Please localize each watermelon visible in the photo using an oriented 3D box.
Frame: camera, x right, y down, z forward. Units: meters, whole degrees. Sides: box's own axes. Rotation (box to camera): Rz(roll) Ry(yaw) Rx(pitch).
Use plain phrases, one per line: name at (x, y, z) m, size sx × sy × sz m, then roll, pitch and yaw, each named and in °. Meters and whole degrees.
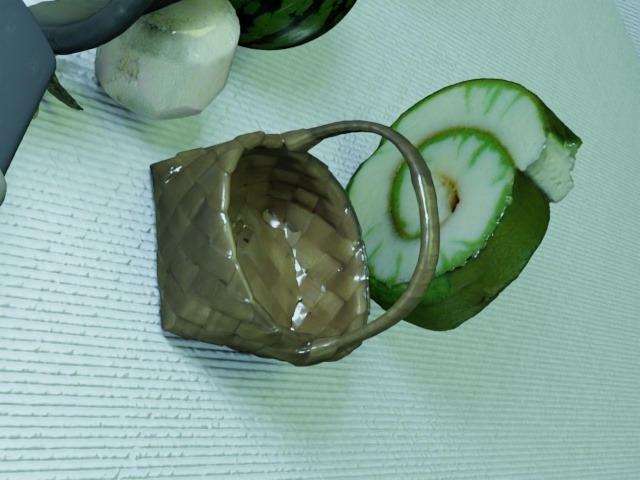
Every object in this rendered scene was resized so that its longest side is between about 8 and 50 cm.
watermelon at (-0.069, -0.388, 1.697) m, size 0.285 × 0.285 × 0.285 m, roll 34°, pitch 49°, yaw -49°

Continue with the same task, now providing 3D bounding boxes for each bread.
bread at (0.202, -0.058, 1.893) m, size 0.129 × 0.382 × 0.366 m, roll 43°, pitch 30°, yaw -38°

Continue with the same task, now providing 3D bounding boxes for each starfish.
starfish at (-0.302, -0.196, 1.432) m, size 0.130 × 0.041 × 0.133 m, roll -55°, pitch 131°, yaw -43°

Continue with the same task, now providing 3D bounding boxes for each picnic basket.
picnic basket at (0.000, 0.000, 1.583) m, size 0.337 × 0.337 × 0.293 m, roll 17°, pitch 62°, yaw -56°

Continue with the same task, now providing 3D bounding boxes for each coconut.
coconut at (-0.184, -0.219, 1.535) m, size 0.171 × 0.183 × 0.170 m, roll 11°, pitch 49°, yaw -13°

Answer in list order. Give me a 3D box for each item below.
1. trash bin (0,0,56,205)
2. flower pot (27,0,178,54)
trash bin at (-0.364, -0.125, 1.162) m, size 0.209 × 0.182 × 0.290 m, roll 55°, pitch 30°, yaw -29°
flower pot at (-0.186, -0.382, 1.346) m, size 0.251 × 0.379 × 0.379 m, roll -6°, pitch 81°, yaw -51°
